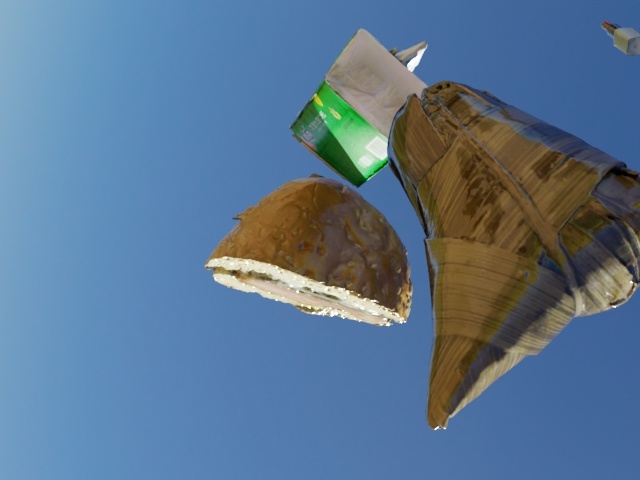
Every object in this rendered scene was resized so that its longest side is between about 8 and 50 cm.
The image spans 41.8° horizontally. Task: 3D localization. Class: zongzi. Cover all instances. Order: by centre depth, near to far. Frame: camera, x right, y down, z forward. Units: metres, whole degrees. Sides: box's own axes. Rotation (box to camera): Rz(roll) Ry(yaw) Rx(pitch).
[{"bbox_3d":[0.115,-0.001,0.740,0.288,0.134,0.286,-40,-129,-18],"label":"zongzi"}]

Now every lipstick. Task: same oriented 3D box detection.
[{"bbox_3d":[0.418,-0.289,1.173,0.107,0.025,0.025,-103,-173,-57],"label":"lipstick"}]

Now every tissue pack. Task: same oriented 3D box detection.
[{"bbox_3d":[0.070,-0.195,1.184,0.156,0.148,0.209,-54,-175,-17],"label":"tissue pack"}]

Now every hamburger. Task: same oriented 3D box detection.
[{"bbox_3d":[0.000,-0.002,1.314,0.162,0.330,0.209,141,-38,-63],"label":"hamburger"}]
